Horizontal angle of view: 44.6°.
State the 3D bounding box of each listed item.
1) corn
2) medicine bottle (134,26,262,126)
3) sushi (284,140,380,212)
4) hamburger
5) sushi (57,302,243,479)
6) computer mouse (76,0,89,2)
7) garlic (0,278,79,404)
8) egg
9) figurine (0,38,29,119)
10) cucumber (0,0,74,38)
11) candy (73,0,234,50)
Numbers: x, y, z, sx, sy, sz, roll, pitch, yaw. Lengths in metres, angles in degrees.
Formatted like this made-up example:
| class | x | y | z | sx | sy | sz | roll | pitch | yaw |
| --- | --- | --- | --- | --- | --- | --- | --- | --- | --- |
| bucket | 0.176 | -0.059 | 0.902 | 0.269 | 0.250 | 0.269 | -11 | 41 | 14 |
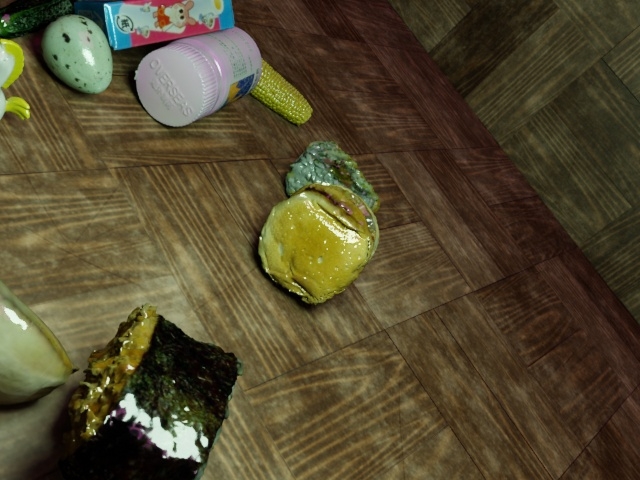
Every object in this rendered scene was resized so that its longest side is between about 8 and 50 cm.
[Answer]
| class | x | y | z | sx | sy | sz | roll | pitch | yaw |
| --- | --- | --- | --- | --- | --- | --- | --- | --- | --- |
| corn | -0.133 | -0.398 | 2.028 | 0.260 | 0.091 | 0.091 | 39 | 49 | -21 |
| medicine bottle | -0.265 | -0.373 | 1.752 | 0.178 | 0.178 | 0.290 | 45 | 32 | -3 |
| sushi | 0.034 | -0.113 | 1.855 | 0.184 | 0.139 | 0.274 | -12 | 57 | -53 |
| hamburger | 0.000 | 0.000 | 1.621 | 0.244 | 0.244 | 0.163 | 47 | 10 | 1 |
| sushi | -0.243 | 0.242 | 1.041 | 0.207 | 0.234 | 0.348 | 37 | 9 | -9 |
| computer mouse | -0.446 | -0.574 | 1.815 | 0.371 | 0.122 | 0.188 | 3 | 59 | -44 |
| garlic | -0.479 | 0.080 | 1.058 | 0.338 | 0.151 | 0.196 | 47 | 3 | 13 |
| egg | -0.474 | -0.365 | 1.542 | 0.164 | 0.131 | 0.131 | 58 | 30 | -7 |
| figurine | -0.556 | -0.268 | 1.292 | 0.130 | 0.178 | 0.109 | -9 | 52 | -22 |
| cucumber | -0.581 | -0.455 | 1.568 | 0.074 | 0.074 | 0.241 | 41 | 34 | -9 |
| candy | -0.355 | -0.488 | 1.691 | 0.306 | 0.100 | 0.157 | -21 | 26 | -34 |
